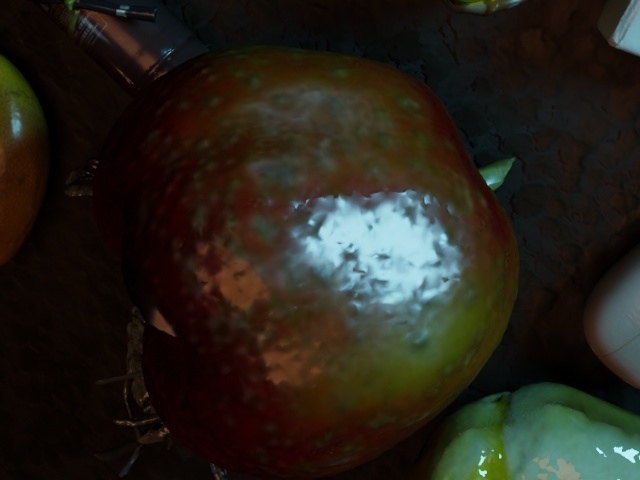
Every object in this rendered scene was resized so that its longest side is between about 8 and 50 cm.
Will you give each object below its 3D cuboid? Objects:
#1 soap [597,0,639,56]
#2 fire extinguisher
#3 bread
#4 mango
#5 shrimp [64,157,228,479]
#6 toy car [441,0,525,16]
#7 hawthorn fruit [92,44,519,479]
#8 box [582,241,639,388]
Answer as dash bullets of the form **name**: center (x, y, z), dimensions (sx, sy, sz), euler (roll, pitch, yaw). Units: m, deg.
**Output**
- **soap**: center (0.348, -0.199, 0.860), dimensions (0.183, 0.064, 0.121), euler (18, 117, -11)
- **fire extinguisher**: center (-0.260, -0.279, 1.006), dimensions (0.341, 0.105, 0.141), euler (44, 152, -5)
- **bread**: center (0.246, 0.306, 1.049), dimensions (0.341, 0.210, 0.300), euler (16, 83, 4)
- **mango**: center (-0.388, -0.084, 1.136), dimensions (0.157, 0.109, 0.262), euler (18, 115, 14)
- **shrimp**: center (-0.185, 0.107, 1.129), dimensions (0.166, 0.221, 0.410), euler (-7, 93, -12)
- **toy car**: center (0.186, -0.313, 0.861), dimensions (0.235, 0.145, 0.235), euler (-2, 113, -4)
- **hawthorn fruit**: center (0.000, 0.000, 0.926), dimensions (0.403, 0.403, 0.402), euler (6, 114, 14)
- **box**: center (0.355, 0.061, 0.980), dimensions (0.146, 0.088, 0.200), euler (43, 117, -3)
